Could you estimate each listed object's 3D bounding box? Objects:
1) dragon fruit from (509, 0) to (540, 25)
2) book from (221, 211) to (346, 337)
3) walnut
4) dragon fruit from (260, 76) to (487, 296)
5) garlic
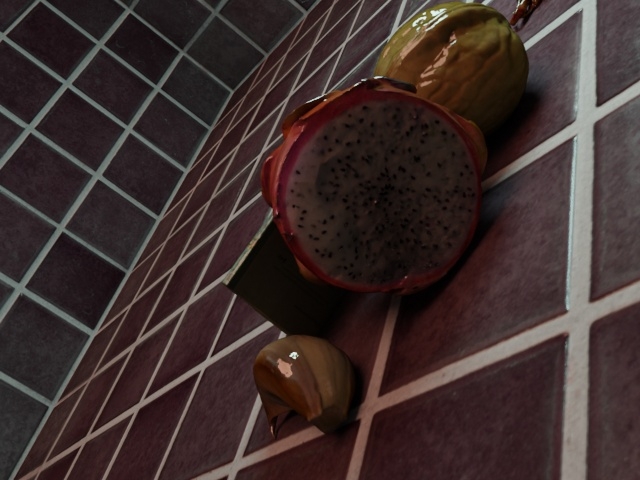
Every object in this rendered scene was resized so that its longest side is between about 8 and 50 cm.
[{"bbox_3d":[0.357,-0.453,1.294,0.190,0.094,0.094,-61,16,15],"label":"dragon fruit"},{"bbox_3d":[0.000,0.000,1.151,0.025,0.215,0.282,26,76,46],"label":"book"},{"bbox_3d":[0.190,-0.240,1.128,0.228,0.228,0.228,-46,20,21],"label":"walnut"},{"bbox_3d":[0.057,-0.072,1.024,0.290,0.291,0.189,-53,12,0],"label":"dragon fruit"},{"bbox_3d":[-0.023,0.182,1.038,0.115,0.128,0.207,-35,2,-26],"label":"garlic"}]
